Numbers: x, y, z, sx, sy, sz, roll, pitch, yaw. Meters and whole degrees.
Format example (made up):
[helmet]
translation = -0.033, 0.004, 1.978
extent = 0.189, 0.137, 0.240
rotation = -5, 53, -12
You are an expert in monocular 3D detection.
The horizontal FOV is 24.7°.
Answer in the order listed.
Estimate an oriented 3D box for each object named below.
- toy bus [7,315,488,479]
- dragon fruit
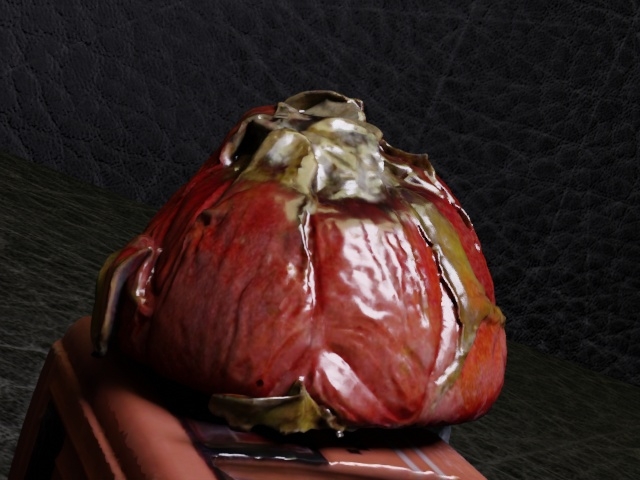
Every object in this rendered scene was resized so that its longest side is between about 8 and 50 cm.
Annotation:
[toy bus]
translation = -0.018, 0.185, 0.687
extent = 0.233, 0.203, 0.427
rotation = 13, 10, -22
[dragon fruit]
translation = 0.000, -0.001, 0.761
extent = 0.224, 0.148, 0.218
rotation = 3, 13, -42
